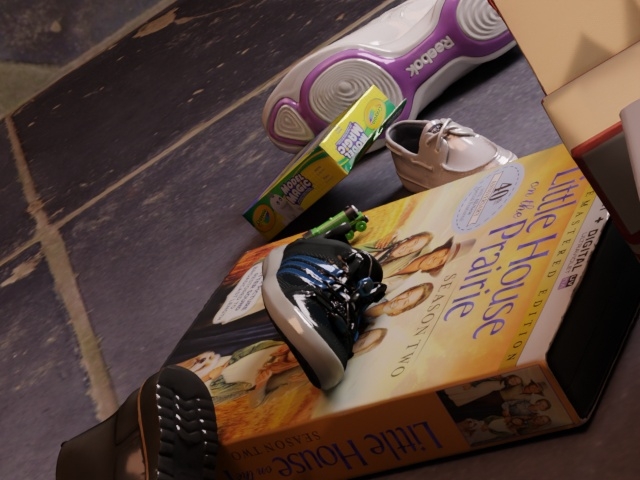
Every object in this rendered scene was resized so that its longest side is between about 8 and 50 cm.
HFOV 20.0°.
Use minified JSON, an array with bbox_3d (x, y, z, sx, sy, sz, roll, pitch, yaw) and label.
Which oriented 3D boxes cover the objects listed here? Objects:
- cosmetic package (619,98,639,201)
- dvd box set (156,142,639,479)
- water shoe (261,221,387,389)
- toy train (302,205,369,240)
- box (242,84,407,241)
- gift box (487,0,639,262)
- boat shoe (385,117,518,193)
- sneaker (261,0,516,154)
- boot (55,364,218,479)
[{"bbox_3d":[0.252,0.039,0.832,0.138,0.224,0.225,-27,20,17],"label":"cosmetic package"},{"bbox_3d":[0.050,0.062,1.343,0.420,0.062,0.308,-18,25,37],"label":"dvd box set"},{"bbox_3d":[0.005,0.034,1.279,0.080,0.073,0.203,-30,20,4],"label":"water shoe"},{"bbox_3d":[0.000,0.000,1.438,0.083,0.024,0.017,-34,19,2],"label":"toy train"},{"bbox_3d":[0.005,-0.075,1.696,0.179,0.043,0.105,-36,11,50],"label":"box"},{"bbox_3d":[0.254,-0.127,1.048,0.276,0.255,0.258,-33,51,15],"label":"gift box"},{"bbox_3d":[0.110,-0.076,1.575,0.066,0.063,0.184,-37,19,-9],"label":"boat shoe"},{"bbox_3d":[0.083,-0.174,1.829,0.305,0.114,0.152,-29,6,0],"label":"sneaker"},{"bbox_3d":[-0.133,0.201,1.256,0.137,0.077,0.198,-33,40,35],"label":"boot"}]
